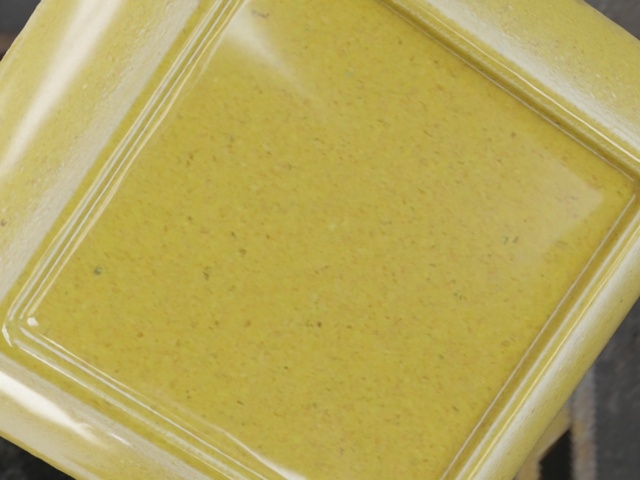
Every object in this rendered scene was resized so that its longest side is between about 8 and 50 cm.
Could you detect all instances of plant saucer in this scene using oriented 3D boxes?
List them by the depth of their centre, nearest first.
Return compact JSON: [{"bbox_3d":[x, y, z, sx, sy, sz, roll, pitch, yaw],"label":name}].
[{"bbox_3d":[0.000,0.000,0.906,0.333,0.081,0.332,33,94,-16],"label":"plant saucer"}]
